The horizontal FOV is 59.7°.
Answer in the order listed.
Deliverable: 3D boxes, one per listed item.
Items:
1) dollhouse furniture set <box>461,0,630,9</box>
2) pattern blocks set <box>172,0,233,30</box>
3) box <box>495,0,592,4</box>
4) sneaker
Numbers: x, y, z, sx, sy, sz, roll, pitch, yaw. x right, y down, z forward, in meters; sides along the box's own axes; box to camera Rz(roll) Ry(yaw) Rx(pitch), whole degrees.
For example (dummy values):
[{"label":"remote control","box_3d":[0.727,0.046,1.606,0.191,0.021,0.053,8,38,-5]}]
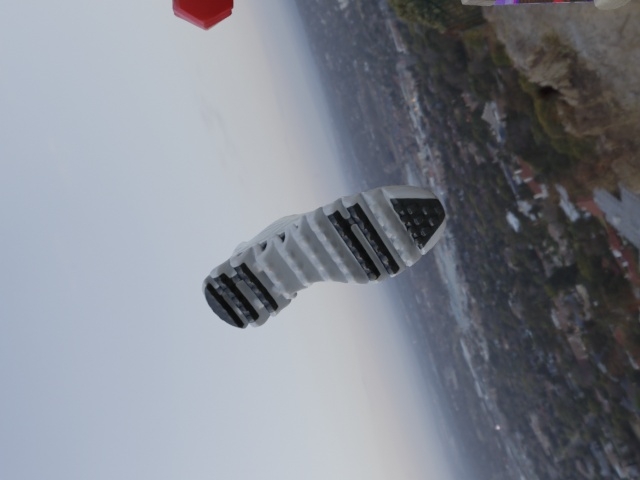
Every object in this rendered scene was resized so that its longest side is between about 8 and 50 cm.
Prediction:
[{"label":"dollhouse furniture set","box_3d":[0.297,-0.361,0.636,0.161,0.242,0.212,126,141,-71]},{"label":"pattern blocks set","box_3d":[-0.131,-0.327,0.348,0.026,0.285,0.325,-168,96,-76]},{"label":"box","box_3d":[0.391,-0.565,0.960,0.201,0.057,0.293,24,129,47]},{"label":"sneaker","box_3d":[0.000,0.000,0.650,0.110,0.292,0.118,62,-160,-22]}]
